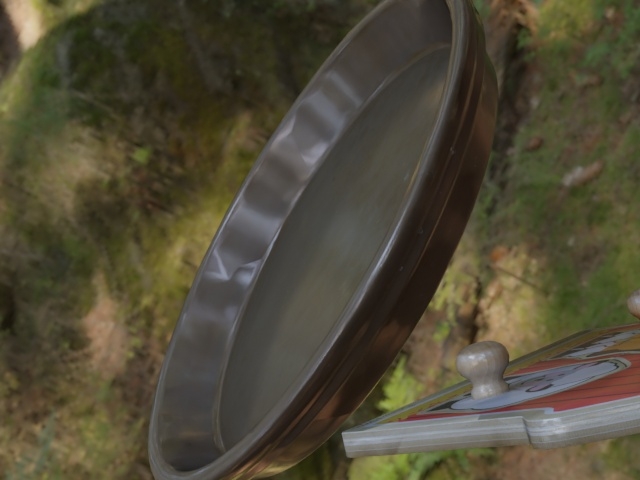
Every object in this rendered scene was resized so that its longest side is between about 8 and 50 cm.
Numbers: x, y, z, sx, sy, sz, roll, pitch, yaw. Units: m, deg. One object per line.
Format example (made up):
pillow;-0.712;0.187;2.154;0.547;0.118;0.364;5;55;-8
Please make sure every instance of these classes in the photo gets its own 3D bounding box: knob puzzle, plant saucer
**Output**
knob puzzle;0.128;0.032;0.425;0.213;0.213;0.030;161;95;-79
plant saucer;0.000;0.000;0.596;0.278;0.041;0.278;-53;18;25
